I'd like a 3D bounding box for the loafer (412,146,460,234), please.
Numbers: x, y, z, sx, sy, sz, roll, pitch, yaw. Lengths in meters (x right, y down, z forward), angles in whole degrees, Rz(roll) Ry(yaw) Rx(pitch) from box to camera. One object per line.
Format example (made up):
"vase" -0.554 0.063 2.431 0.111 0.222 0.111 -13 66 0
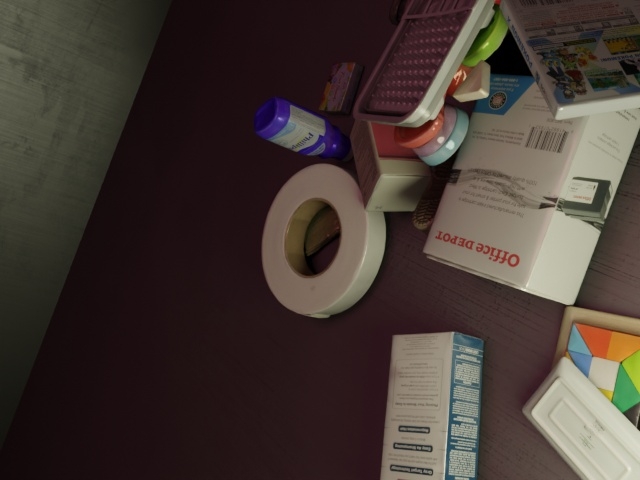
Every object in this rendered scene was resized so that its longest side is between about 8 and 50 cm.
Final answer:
"loafer" 0.288 -0.107 1.742 0.102 0.092 0.268 9 56 46

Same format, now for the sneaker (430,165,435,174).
"sneaker" 0.271 -0.181 1.854 0.083 0.072 0.190 131 140 -56

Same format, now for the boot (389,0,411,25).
"boot" 0.298 -0.613 1.982 0.229 0.091 0.262 31 104 46

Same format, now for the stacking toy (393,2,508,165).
"stacking toy" 0.293 -0.305 1.616 0.280 0.130 0.308 -25 42 52

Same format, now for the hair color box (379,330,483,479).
"hair color box" 0.226 0.367 1.640 0.174 0.105 0.347 -11 67 49

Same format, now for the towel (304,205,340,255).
"towel" 0.003 -0.034 2.143 0.148 0.027 0.110 -39 48 36

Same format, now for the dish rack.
"dish rack" 0.211 -0.364 1.595 0.332 0.072 0.285 -60 25 -2

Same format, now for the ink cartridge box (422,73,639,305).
"ink cartridge box" 0.402 -0.105 1.564 0.285 0.166 0.394 22 92 53

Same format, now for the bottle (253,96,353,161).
"bottle" -0.032 -0.275 2.074 0.118 0.283 0.092 -29 54 40

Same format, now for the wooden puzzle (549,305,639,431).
"wooden puzzle" 0.498 0.236 1.409 0.239 0.044 0.220 8 82 52

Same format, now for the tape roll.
"tape roll" 0.000 0.000 2.056 0.392 0.072 0.391 -10 75 43

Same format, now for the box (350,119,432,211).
"box" 0.162 -0.201 1.896 0.148 0.127 0.232 111 154 -56

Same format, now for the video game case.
"video game case" 0.522 -0.352 1.435 0.036 0.329 0.299 91 168 -55

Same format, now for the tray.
"tray" 0.461 0.341 1.374 0.270 0.030 0.145 50 123 37

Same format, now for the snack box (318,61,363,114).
"snack box" 0.056 -0.419 2.225 0.100 0.037 0.141 15 87 51

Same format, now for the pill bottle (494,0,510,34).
"pill bottle" 0.373 -0.576 1.742 0.407 0.229 0.229 -47 44 30
